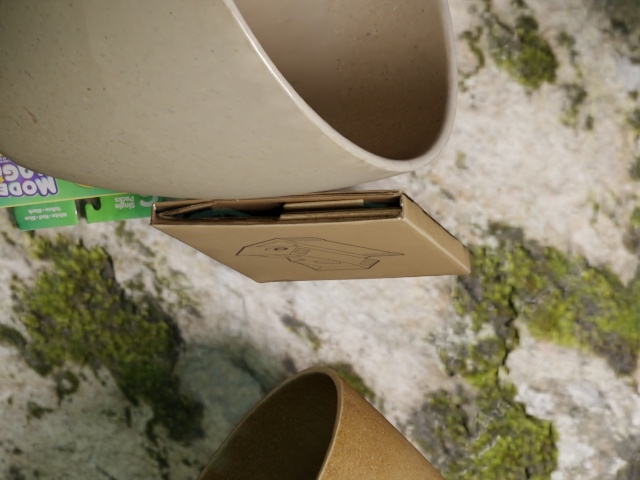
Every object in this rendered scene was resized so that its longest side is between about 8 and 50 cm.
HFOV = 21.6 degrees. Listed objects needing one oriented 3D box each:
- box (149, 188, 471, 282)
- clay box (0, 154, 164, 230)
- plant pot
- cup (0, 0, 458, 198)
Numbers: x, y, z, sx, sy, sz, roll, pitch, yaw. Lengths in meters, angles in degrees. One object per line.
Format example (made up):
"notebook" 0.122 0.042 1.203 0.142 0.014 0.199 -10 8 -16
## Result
"box" 0.000 0.000 1.112 0.164 0.201 0.021 -3 79 17
"clay box" -0.194 -0.110 1.194 0.127 0.053 0.222 -6 107 16
"plant pot" 0.038 0.257 1.188 0.254 0.237 0.237 36 115 -15
"cup" -0.098 -0.156 1.013 0.237 0.331 0.331 -22 102 26
